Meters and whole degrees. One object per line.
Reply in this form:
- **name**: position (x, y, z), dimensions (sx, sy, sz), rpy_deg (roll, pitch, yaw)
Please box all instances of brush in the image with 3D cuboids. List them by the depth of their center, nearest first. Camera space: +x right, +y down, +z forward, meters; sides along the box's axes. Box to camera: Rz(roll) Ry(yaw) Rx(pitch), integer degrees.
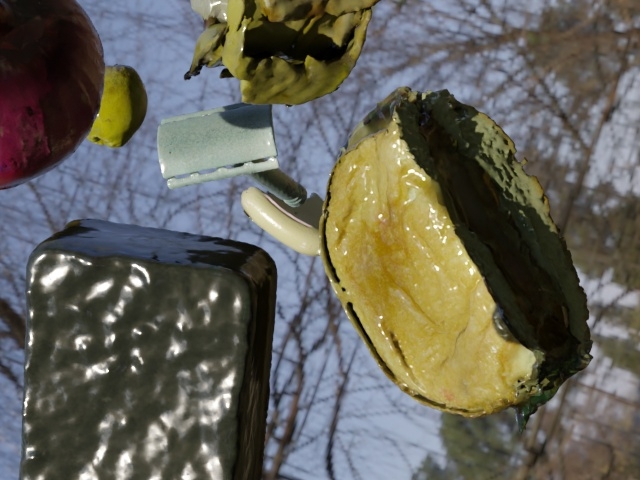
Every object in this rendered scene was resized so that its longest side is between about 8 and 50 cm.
- **brush**: position (-0.093, 0.093, 0.574), dimensions (0.059, 0.123, 0.197), rpy_deg (-40, -44, -75)

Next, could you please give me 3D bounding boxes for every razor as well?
- **razor**: position (-0.060, -0.069, 1.047), dimensions (0.232, 0.106, 0.068), rpy_deg (32, -130, -71)

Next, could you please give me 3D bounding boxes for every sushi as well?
- **sushi**: position (-0.011, -0.229, 0.678), dimensions (0.139, 0.131, 0.291), rpy_deg (-1, -85, -34)

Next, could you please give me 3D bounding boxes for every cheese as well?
- **cheese**: position (0.000, 0.001, 1.566), dimensions (0.127, 0.235, 0.049), rpy_deg (-14, -40, -49)

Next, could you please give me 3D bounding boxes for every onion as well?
- **onion**: position (-0.238, -0.120, 0.767), dimensions (0.177, 0.153, 0.177), rpy_deg (21, -121, -40)

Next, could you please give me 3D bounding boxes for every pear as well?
- **pear**: position (-0.321, -0.209, 1.698), dimensions (0.107, 0.107, 0.131), rpy_deg (34, -118, -68)

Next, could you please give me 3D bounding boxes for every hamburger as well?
- **hamburger**: position (0.103, 0.030, 0.992), dimensions (0.132, 0.309, 0.211), rpy_deg (-25, -8, -43)
